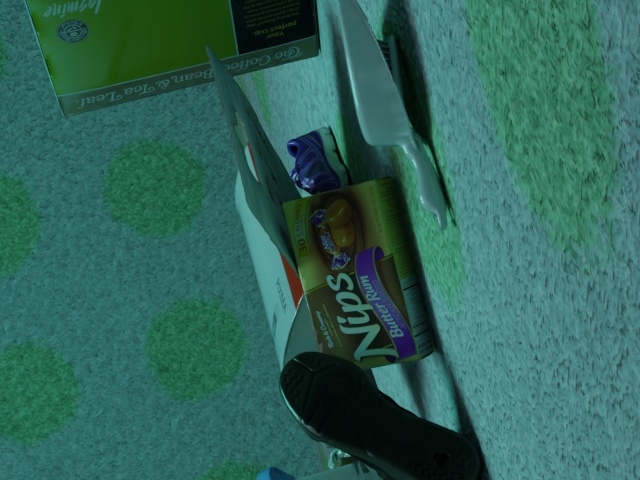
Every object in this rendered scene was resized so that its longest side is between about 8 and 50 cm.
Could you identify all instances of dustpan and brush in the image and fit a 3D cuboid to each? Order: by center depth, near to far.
[{"bbox_3d":[0.064,-0.106,1.192,0.147,0.060,0.211,57,-157,-74],"label":"dustpan and brush"}]

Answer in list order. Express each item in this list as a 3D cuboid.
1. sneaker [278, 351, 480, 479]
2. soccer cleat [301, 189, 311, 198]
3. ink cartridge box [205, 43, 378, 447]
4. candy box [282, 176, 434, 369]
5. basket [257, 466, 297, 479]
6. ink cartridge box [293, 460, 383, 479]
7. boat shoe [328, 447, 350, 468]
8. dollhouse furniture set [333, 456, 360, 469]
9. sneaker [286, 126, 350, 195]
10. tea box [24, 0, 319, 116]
[{"bbox_3d":[0.058,0.199,1.379,0.228,0.087,0.130,27,158,21],"label":"sneaker"},{"bbox_3d":[0.000,0.000,1.937,0.196,0.068,0.076,88,164,-51],"label":"soccer cleat"},{"bbox_3d":[-0.059,0.010,1.585,0.385,0.091,0.308,59,-171,-42],"label":"ink cartridge box"},{"bbox_3d":[0.038,0.038,1.411,0.053,0.109,0.186,-15,-88,-65],"label":"candy box"},{"bbox_3d":[0.012,0.490,2.142,0.289,0.201,0.254,30,-145,-53],"label":"basket"},{"bbox_3d":[0.051,0.317,1.449,0.092,0.218,0.158,76,178,-62],"label":"ink cartridge box"},{"bbox_3d":[0.058,0.303,1.917,0.319,0.099,0.116,-116,13,-63],"label":"boat shoe"},{"bbox_3d":[0.113,0.377,1.638,0.259,0.135,0.262,111,146,-60],"label":"dollhouse furniture set"},{"bbox_3d":[-0.002,-0.071,1.754,0.170,0.071,0.068,-111,9,-45],"label":"sneaker"},{"bbox_3d":[-0.193,-0.357,1.627,0.323,0.329,0.220,85,169,-52],"label":"tea box"}]
